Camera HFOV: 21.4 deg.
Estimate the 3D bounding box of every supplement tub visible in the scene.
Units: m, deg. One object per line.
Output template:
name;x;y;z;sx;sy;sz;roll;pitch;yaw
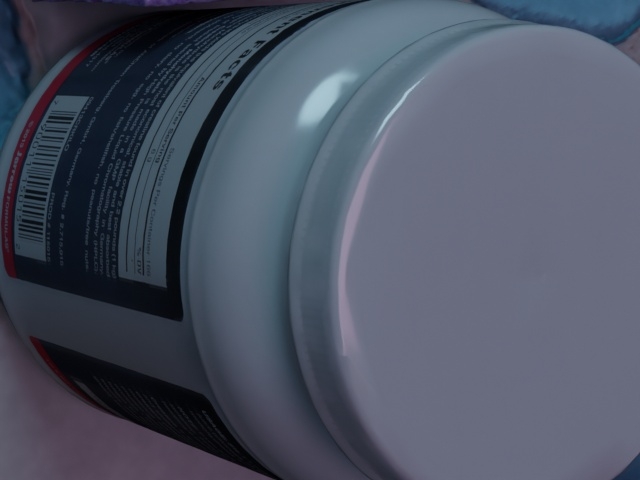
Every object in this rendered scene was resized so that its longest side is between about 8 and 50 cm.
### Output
supplement tub;0.000;0.000;0.678;0.191;0.272;0.191;-4;97;-33

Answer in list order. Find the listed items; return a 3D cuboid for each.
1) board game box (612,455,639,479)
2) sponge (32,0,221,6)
board game box;0.184;0.086;0.789;0.308;0.302;0.086;-42;115;-22
sponge;-0.011;-0.124;0.751;0.210;0.117;0.031;-8;101;-32
